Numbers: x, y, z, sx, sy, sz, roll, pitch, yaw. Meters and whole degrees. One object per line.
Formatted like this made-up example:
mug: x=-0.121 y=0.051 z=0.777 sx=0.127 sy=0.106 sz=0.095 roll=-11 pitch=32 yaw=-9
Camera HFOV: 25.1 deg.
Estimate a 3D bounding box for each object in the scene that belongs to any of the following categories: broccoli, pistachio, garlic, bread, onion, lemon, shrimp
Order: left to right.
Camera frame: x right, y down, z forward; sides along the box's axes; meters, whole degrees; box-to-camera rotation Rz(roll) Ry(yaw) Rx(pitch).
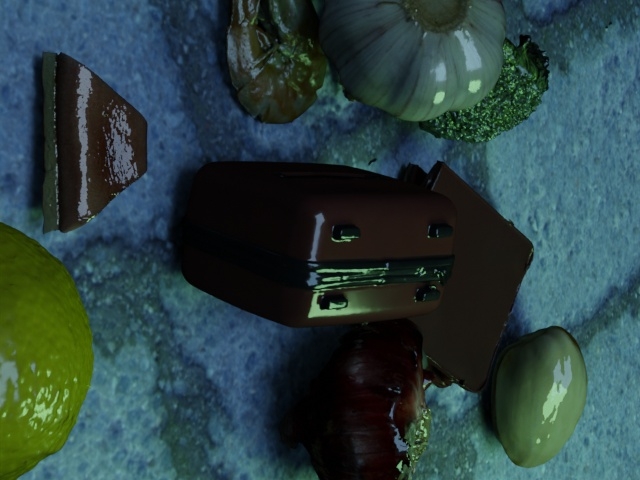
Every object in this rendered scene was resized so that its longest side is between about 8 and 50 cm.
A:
lemon: x=-0.339 y=0.105 z=1.301 sx=0.322 sy=0.268 sz=0.268 roll=-84 pitch=165 yaw=-74
bread: x=-0.247 y=-0.101 z=1.549 sx=0.119 sy=0.067 sz=0.193 roll=3 pitch=90 yaw=-41
shrimp: x=-0.068 y=-0.277 z=1.742 sx=0.154 sy=0.062 sz=0.294 roll=-33 pitch=119 yaw=-35
onion: x=0.045 y=0.223 z=1.833 sx=0.272 sy=0.195 sz=0.272 roll=4 pitch=90 yaw=-86
garlic: x=0.094 y=-0.244 z=1.789 sx=0.245 sy=0.253 sz=0.245 roll=8 pitch=67 yaw=-21
broccoli: x=0.213 y=-0.220 z=1.961 sx=0.176 sy=0.197 sz=0.226 roll=60 pitch=35 yaw=-25
pistachio: x=0.328 y=0.232 z=2.167 sx=0.144 sy=0.144 sz=0.215 roll=-4 pitch=108 yaw=-48

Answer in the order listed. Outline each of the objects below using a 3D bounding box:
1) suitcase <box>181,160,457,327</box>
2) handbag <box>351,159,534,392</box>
suitcase: x=0.000 y=0.000 z=1.714 sx=0.297 sy=0.236 sz=0.161 roll=-3 pitch=107 yaw=-48
handbag: x=0.173 y=0.058 z=2.027 sx=0.275 sy=0.084 sz=0.260 roll=40 pitch=67 yaw=-42
